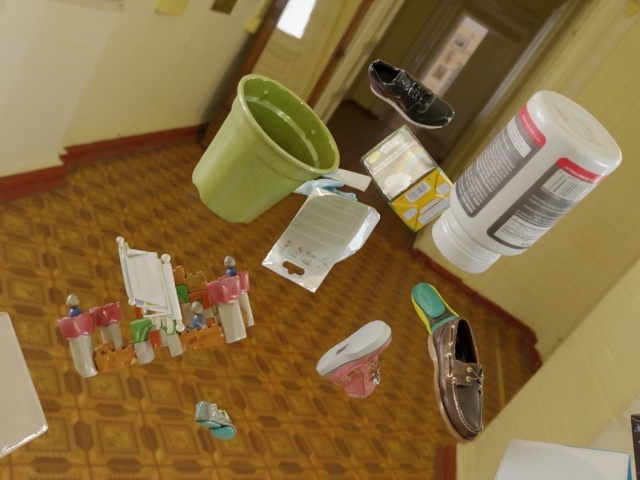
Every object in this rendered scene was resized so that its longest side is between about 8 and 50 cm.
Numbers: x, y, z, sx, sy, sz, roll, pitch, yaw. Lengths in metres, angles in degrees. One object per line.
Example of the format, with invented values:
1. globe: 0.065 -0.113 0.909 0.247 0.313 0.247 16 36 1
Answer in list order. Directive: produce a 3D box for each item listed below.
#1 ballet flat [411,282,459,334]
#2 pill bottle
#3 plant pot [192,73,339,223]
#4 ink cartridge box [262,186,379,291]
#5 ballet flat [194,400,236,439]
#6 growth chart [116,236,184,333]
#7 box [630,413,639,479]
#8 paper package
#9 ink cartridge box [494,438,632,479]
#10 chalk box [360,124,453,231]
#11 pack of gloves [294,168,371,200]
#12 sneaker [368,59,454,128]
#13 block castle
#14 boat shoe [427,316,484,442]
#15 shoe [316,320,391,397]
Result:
1. ballet flat: 0.263 0.183 1.368 0.077 0.077 0.231 61 3 -40
2. pill bottle: 0.338 -0.086 1.109 0.176 0.318 0.176 21 41 -20
3. plant pot: -0.143 -0.179 1.421 0.276 0.254 0.276 34 32 -25
4. ink cartridge box: 0.000 0.000 1.468 0.189 0.232 0.066 25 -11 41
5. ballet flat: -0.277 0.480 1.717 0.213 0.072 0.068 66 17 -58
6. growth chart: -0.342 0.090 1.269 0.021 0.171 0.237 -16 18 -39
7. box: 0.740 0.406 1.192 0.163 0.142 0.247 2 -7 -21
8. paper package: -0.786 0.336 1.317 0.168 0.309 0.325 0 18 39
9. ink cartridge box: 0.348 0.435 0.901 0.171 0.232 0.168 -3 20 30
10. chalk box: 0.189 -0.151 1.417 0.132 0.132 0.213 41 17 -44
11. pack of gloves: 0.004 -0.171 1.644 0.232 0.046 0.195 20 36 9
12. sneaker: 0.251 -0.422 1.837 0.283 0.107 0.124 34 -4 19
13. block castle: -0.407 0.183 1.666 0.303 0.453 0.212 -67 143 -89
14. boat shoe: 0.220 0.210 1.007 0.073 0.073 0.207 29 36 -30
15. shoe: 0.072 0.189 0.996 0.081 0.178 0.063 41 46 -8
